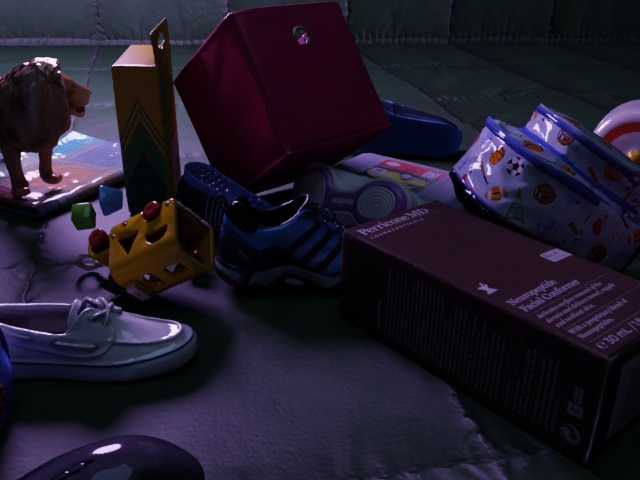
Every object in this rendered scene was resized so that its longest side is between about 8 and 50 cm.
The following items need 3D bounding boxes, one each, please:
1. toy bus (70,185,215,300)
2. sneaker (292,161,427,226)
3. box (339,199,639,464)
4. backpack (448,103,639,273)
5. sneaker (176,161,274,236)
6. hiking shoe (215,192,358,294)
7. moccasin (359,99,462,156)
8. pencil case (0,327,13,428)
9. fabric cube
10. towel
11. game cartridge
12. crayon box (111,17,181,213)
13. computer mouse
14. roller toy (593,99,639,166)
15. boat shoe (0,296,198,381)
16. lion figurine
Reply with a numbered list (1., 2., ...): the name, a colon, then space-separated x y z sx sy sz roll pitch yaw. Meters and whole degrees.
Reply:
1. toy bus: -0.246 0.029 0.963 0.191 0.202 0.104 2 55 -16
2. sneaker: 0.070 -0.055 1.212 0.152 0.114 0.305 18 1 -44
3. box: 0.218 0.083 0.855 0.191 0.143 0.381 -19 31 -37
4. backpack: 0.337 -0.076 1.024 0.264 0.213 0.276 18 17 -23
5. sneaker: -0.149 -0.037 1.164 0.232 0.090 0.081 38 37 19
6. hiking shoe: 0.000 0.000 1.011 0.304 0.132 0.113 -1 25 -16
7. moccasin: 0.155 -0.260 1.626 0.342 0.137 0.117 17 21 -1
8. pencil case: -0.472 0.141 0.686 0.306 0.133 0.119 -3 1 -13
9. fabric cube: -0.074 -0.255 1.285 0.254 0.258 0.259 -20 -5 -37
10. towel: -0.527 -0.145 1.398 0.272 0.040 0.370 12 27 22
11. game cartridge: 0.149 -0.101 1.344 0.294 0.060 0.196 18 33 30
12. crayon box: -0.315 -0.233 1.272 0.081 0.318 0.202 -1 25 -4
13. computer mouse: -0.215 0.240 0.574 0.262 0.060 0.184 -9 27 -22
14. roller toy: 0.634 -0.173 1.374 0.191 0.209 0.146 -15 12 35
15. boat shoe: -0.276 0.110 0.817 0.258 0.084 0.095 -3 25 -10
16. lion figurine: -0.574 -0.232 1.264 0.392 0.240 0.142 19 32 32
